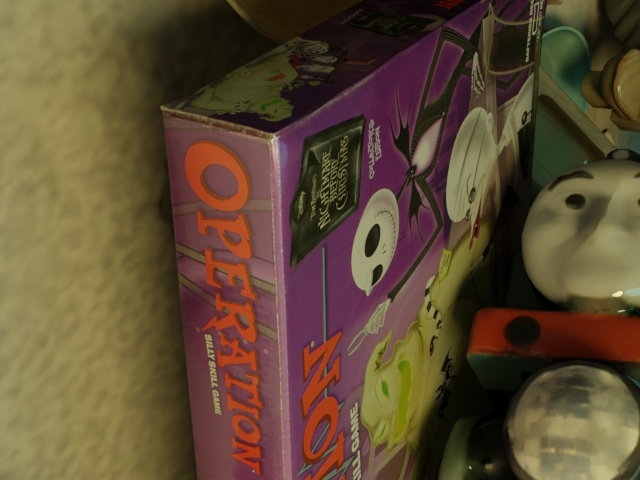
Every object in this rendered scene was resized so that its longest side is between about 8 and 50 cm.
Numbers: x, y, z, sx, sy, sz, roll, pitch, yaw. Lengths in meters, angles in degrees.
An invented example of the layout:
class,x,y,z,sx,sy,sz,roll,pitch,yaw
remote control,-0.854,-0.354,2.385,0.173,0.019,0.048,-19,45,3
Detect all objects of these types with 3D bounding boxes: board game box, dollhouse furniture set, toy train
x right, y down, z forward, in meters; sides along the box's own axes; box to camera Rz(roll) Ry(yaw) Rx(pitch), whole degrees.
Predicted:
class,x,y,z,sx,sy,sz,roll,pitch,yaw
board game box,0.026,0.075,0.483,0.208,0.056,0.347,-36,134,-45
dollhouse furniture set,0.165,-0.090,0.577,0.144,0.123,0.151,32,75,-48
toy train,0.147,0.102,0.543,0.334,0.142,0.190,54,43,-53

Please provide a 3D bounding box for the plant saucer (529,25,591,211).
class,x,y,z,sx,sy,sz,roll,pitch,yaw
plant saucer,0.113,-0.065,0.658,0.119,0.021,0.119,-33,136,-38

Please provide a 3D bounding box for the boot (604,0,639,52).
class,x,y,z,sx,sy,sz,roll,pitch,yaw
boot,0.392,-0.052,0.806,0.445,0.146,0.367,-7,76,-54

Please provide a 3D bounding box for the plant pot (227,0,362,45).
class,x,y,z,sx,sy,sz,roll,pitch,yaw
plant pot,0.019,-0.187,0.433,0.236,0.032,0.236,-32,135,-38

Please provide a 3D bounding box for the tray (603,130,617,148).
class,x,y,z,sx,sy,sz,roll,pitch,yaw
tray,0.205,0.051,0.860,0.145,0.030,0.270,-53,146,-14
